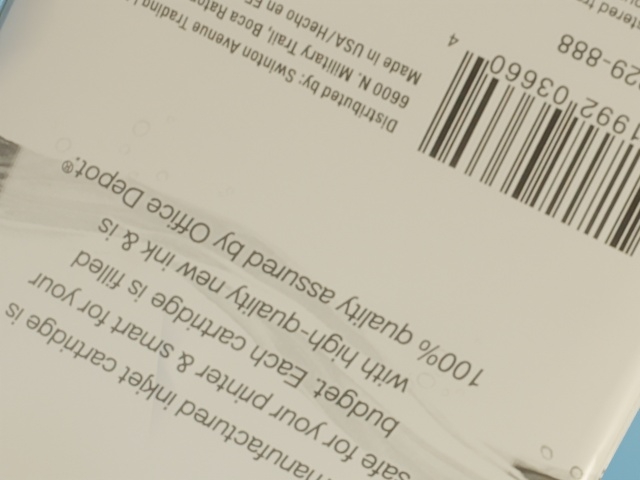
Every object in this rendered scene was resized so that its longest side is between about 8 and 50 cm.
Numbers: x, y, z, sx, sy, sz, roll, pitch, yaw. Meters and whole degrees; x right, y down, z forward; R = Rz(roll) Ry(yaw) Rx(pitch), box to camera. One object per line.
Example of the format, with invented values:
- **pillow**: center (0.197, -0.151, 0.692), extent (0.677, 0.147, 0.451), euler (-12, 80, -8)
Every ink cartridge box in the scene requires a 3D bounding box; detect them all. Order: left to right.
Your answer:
- **ink cartridge box**: center (0.000, 0.000, 0.433), extent (0.211, 0.289, 0.121), euler (28, -173, 10)
